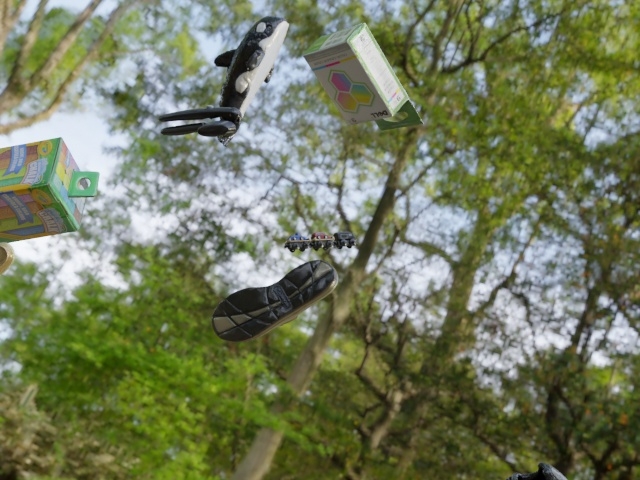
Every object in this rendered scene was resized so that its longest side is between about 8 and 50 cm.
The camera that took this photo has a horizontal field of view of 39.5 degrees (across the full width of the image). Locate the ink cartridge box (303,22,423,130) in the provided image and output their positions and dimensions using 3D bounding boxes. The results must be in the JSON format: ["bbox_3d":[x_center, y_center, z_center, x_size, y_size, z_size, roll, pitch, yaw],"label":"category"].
[{"bbox_3d":[0.075,-0.258,1.520,0.109,0.062,0.209,-4,-51,47],"label":"ink cartridge box"}]

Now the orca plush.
[{"bbox_3d":[-0.172,-0.344,1.853,0.102,0.151,0.287,29,-65,9],"label":"orca plush"}]

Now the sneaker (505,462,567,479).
[{"bbox_3d":[0.411,0.571,1.889,0.135,0.276,0.097,53,4,-13],"label":"sneaker"}]

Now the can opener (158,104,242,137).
[{"bbox_3d":[-0.224,-0.219,1.638,0.186,0.059,0.073,7,7,32],"label":"can opener"}]

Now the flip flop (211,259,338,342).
[{"bbox_3d":[-0.089,0.131,1.822,0.112,0.277,0.080,61,-2,28],"label":"flip flop"}]

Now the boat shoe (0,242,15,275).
[{"bbox_3d":[-0.567,0.049,1.437,0.048,0.153,0.056,-87,155,-88],"label":"boat shoe"}]

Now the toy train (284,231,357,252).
[{"bbox_3d":[0.000,0.000,1.723,0.158,0.036,0.027,-4,-17,-30],"label":"toy train"}]

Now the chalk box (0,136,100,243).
[{"bbox_3d":[-0.518,-0.095,1.652,0.213,0.132,0.132,-10,-44,8],"label":"chalk box"}]
